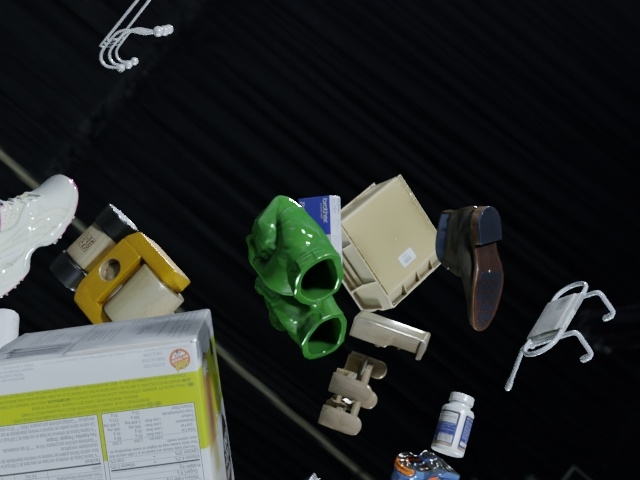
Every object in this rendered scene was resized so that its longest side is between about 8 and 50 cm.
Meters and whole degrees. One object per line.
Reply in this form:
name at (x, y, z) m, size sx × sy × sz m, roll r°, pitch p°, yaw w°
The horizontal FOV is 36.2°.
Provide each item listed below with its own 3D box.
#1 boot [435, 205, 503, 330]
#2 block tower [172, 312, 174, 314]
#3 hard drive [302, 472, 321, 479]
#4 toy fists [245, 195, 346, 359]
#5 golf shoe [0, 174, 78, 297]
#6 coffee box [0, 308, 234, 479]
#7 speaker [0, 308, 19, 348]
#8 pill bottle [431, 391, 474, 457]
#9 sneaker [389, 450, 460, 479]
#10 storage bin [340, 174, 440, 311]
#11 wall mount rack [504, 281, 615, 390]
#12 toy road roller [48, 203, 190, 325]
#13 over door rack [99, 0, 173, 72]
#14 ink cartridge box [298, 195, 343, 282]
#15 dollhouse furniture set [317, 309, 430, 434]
boot at (0.260, 0.045, 1.734) m, size 0.106 × 0.082 × 0.219 m, roll 9°, pitch -81°, yaw 49°
block tower at (-0.356, 0.353, 2.413) m, size 0.091 × 0.335 × 0.097 m, roll -16°, pitch 168°, yaw -37°
hard drive at (-0.013, 0.682, 2.152) m, size 0.064 × 0.237 × 0.339 m, roll -39°, pitch 177°, yaw 21°
toy fists at (-0.039, 0.052, 1.385) m, size 0.096 × 0.142 × 0.279 m, roll -26°, pitch 146°, yaw -13°
golf shoe at (-0.553, -0.035, 1.790) m, size 0.115 × 0.140 × 0.306 m, roll 2°, pitch -136°, yaw 28°
coffee box at (-0.330, 0.315, 1.574) m, size 0.338 × 0.334 × 0.337 m, roll -8°, pitch -176°, yaw -1°
speaker at (-0.600, 0.197, 1.851) m, size 0.055 × 0.055 × 0.136 m, roll -44°, pitch -141°, yaw 30°
pill bottle at (0.270, 0.369, 1.971) m, size 0.067 × 0.067 × 0.120 m, roll -26°, pitch -138°, yaw 66°
sneaker at (0.212, 0.499, 2.068) m, size 0.083 × 0.221 × 0.087 m, roll 40°, pitch -76°, yaw 41°
storage bin at (0.159, 0.009, 2.510) m, size 0.262 × 0.260 × 0.123 m, roll -39°, pitch -170°, yaw -36°
wall mount rack at (0.628, 0.265, 2.667) m, size 0.304 × 0.130 × 0.350 m, roll -27°, pitch -168°, yaw 43°
toy road roller at (-0.413, 0.096, 2.172) m, size 0.202 × 0.329 × 0.240 m, roll -46°, pitch 147°, yaw -1°
over door rack at (-0.356, -0.513, 2.114) m, size 0.324 × 0.108 × 0.239 m, roll -61°, pitch -170°, yaw 10°
ink cartridge box at (0.000, 0.000, 2.345) m, size 0.097 × 0.207 × 0.046 m, roll -4°, pitch 175°, yaw 36°
dollhouse furniture set at (0.123, 0.297, 2.143) m, size 0.212 × 0.161 × 0.242 m, roll -24°, pitch 133°, yaw -76°
